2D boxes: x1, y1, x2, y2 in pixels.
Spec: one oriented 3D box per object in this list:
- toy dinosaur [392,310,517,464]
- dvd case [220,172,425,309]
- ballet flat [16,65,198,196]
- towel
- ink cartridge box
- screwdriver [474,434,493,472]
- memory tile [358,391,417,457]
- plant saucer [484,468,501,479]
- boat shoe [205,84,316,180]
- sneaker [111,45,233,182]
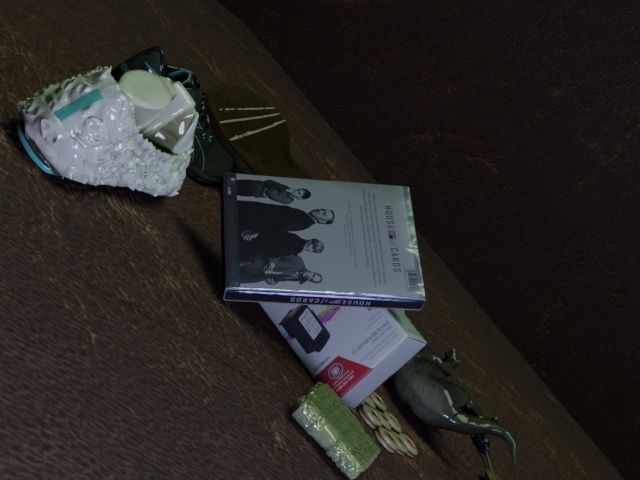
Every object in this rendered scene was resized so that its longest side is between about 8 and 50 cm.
[{"bbox_3d":[0.161,0.221,1.788,0.160,0.121,0.313,19,33,-47],"label":"toy dinosaur"},{"bbox_3d":[0.000,0.000,1.485,0.239,0.029,0.179,4,51,-11],"label":"dvd case"},{"bbox_3d":[-0.205,-0.127,1.397,0.147,0.147,0.409,48,8,2],"label":"ballet flat"},{"bbox_3d":[0.018,0.209,1.355,0.110,0.027,0.148,50,8,5],"label":"towel"},{"bbox_3d":[0.023,0.099,1.518,0.175,0.127,0.072,51,12,26],"label":"ink cartridge box"},{"bbox_3d":[0.266,0.348,1.960,0.170,0.024,0.025,-96,173,-64],"label":"screwdriver"},{"bbox_3d":[0.069,0.218,1.594,0.148,0.012,0.113,52,10,27],"label":"memory tile"},{"bbox_3d":[0.271,0.379,1.845,0.083,0.015,0.083,47,9,-9],"label":"plant saucer"},{"bbox_3d":[-0.090,-0.094,1.884,0.123,0.123,0.342,-14,56,-36],"label":"boat shoe"},{"bbox_3d":[-0.192,-0.171,1.726,0.267,0.106,0.101,39,10,-49],"label":"sneaker"}]
